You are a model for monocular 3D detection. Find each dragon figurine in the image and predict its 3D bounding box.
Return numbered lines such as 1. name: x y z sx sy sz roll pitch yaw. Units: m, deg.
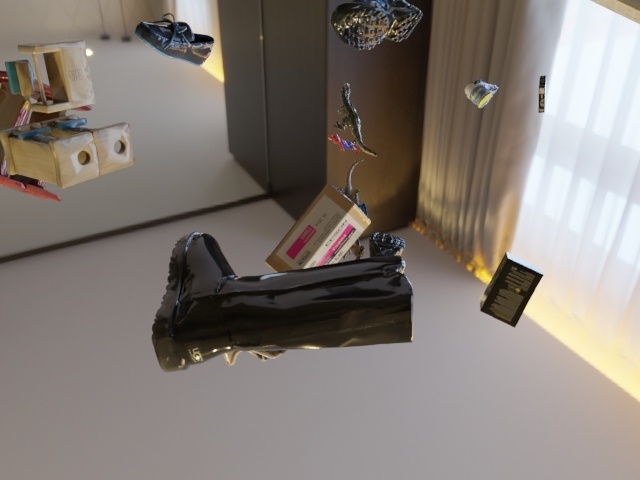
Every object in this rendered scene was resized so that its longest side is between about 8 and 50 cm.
1. dragon figurine: 0.085 -0.083 1.736 0.085 0.144 0.289 -2 -116 14

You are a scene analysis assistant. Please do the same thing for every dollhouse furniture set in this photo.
1. dollhouse furniture set: -0.365 -0.188 0.851 0.129 0.183 0.129 14 -152 30
2. dollhouse furniture set: -0.650 -0.220 1.190 0.374 0.201 0.152 15 175 33

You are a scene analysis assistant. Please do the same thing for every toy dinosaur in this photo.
1. toy dinosaur: 0.099 -0.357 1.888 0.064 0.118 0.268 -17 -103 -20

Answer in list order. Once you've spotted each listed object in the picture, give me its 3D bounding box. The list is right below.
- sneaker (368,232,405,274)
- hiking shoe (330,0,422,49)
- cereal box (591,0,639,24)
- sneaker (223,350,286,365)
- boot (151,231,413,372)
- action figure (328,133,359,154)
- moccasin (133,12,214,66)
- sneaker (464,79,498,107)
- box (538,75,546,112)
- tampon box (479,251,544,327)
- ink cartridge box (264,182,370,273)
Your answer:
1. sneaker: 0.172 0.074 1.698 0.109 0.130 0.286 14 -150 3
2. hiking shoe: 0.109 -0.535 1.435 0.132 0.113 0.304 48 -141 18
3. cereal box: 0.586 -0.497 1.102 0.240 0.047 0.173 41 -88 25
4. sneaker: -0.109 0.237 1.554 0.321 0.127 0.126 -10 171 -19
5. boot: -0.060 0.077 1.153 0.446 0.146 0.367 -12 -144 6
6. action figure: 0.062 -0.274 1.708 0.115 0.030 0.038 22 -138 -45
7. moccasin: -0.468 -0.665 1.952 0.137 0.117 0.342 47 -160 7
8. sneaker: 0.374 -0.349 1.408 0.059 0.053 0.144 38 -155 10
9. box: 0.630 -0.415 1.710 0.018 0.083 0.067 2 -137 21
10. tampon box: 0.507 0.129 1.609 0.102 0.161 0.120 26 -166 10
11. ink cartridge box: 0.000 0.000 1.423 0.088 0.234 0.193 40 -177 18
